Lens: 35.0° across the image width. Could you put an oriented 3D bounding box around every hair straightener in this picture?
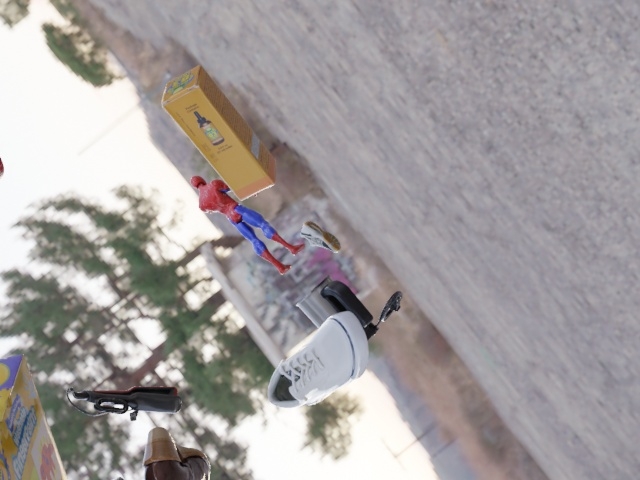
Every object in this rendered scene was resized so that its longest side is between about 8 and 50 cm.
[{"bbox_3d":[-0.380,0.313,1.982,0.230,0.047,0.089,11,-165,-26],"label":"hair straightener"}]

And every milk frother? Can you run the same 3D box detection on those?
[{"bbox_3d":[0.058,0.113,1.823,0.135,0.129,0.143,48,-138,2],"label":"milk frother"}]

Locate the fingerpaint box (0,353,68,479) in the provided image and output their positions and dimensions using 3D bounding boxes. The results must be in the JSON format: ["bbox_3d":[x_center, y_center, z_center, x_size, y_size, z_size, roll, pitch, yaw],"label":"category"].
[{"bbox_3d":[-0.533,0.452,1.654,0.445,0.163,0.371,-115,11,-69],"label":"fingerpaint box"}]

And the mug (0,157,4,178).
[{"bbox_3d":[-0.558,-0.090,1.505,0.113,0.169,0.150,31,139,7],"label":"mug"}]

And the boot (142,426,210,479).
[{"bbox_3d":[-0.257,0.473,1.846,0.248,0.090,0.207,64,-168,-55],"label":"boot"}]

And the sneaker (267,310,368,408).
[{"bbox_3d":[-0.007,0.188,1.474,0.094,0.091,0.258,58,149,19],"label":"sneaker"}]

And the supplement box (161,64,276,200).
[{"bbox_3d":[-0.167,-0.180,1.712,0.233,0.078,0.080,52,-155,-35],"label":"supplement box"}]

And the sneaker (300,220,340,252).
[{"bbox_3d":[0.000,0.000,1.884,0.083,0.037,0.032,37,-148,13],"label":"sneaker"}]

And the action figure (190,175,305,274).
[{"bbox_3d":[-0.150,-0.053,2.137,0.280,0.091,0.139,38,-157,8],"label":"action figure"}]

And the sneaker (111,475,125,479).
[{"bbox_3d":[-0.256,0.385,1.140,0.112,0.131,0.319,46,142,25],"label":"sneaker"}]
